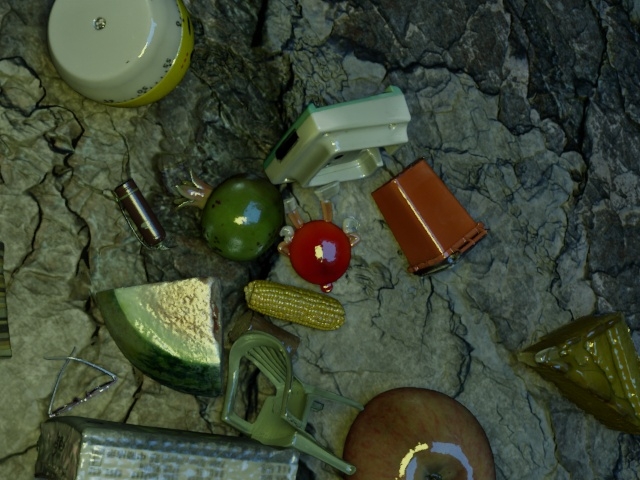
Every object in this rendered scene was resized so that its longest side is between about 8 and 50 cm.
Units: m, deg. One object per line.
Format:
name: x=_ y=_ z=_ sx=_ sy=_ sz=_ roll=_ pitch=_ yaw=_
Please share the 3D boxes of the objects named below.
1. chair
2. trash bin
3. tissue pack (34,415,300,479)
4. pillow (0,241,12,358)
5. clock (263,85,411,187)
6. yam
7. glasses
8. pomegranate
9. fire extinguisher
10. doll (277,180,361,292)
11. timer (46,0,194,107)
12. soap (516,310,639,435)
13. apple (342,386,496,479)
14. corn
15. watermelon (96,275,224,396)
chair: x=-0.066 y=0.321 z=1.778 sx=0.275 sy=0.203 sz=0.190 roll=36 pitch=58 yaw=-33
trash bin: x=0.240 y=-0.054 z=2.023 sx=0.161 sy=0.184 sz=0.238 roll=-36 pitch=95 yaw=-28
tissue pack: x=-0.275 y=0.392 z=1.604 sx=0.394 sy=0.288 sz=0.124 roll=14 pitch=75 yaw=-28
pillow: x=-0.647 y=0.107 z=1.569 sx=0.208 sy=0.052 sz=0.212 roll=-3 pitch=83 yaw=-25
clock: x=0.037 y=-0.193 z=1.866 sx=0.231 sy=0.262 sz=0.116 roll=-16 pitch=75 yaw=-30
yam: x=-0.113 y=0.201 z=1.840 sx=0.127 sy=0.084 sz=0.084 roll=34 pitch=68 yaw=-20
glasses: x=-0.451 y=0.245 z=1.656 sx=0.140 sy=0.062 sz=0.103 roll=-26 pitch=95 yaw=-30
pomegranate: x=-0.182 y=-0.061 z=1.795 sx=0.224 sy=0.181 sz=0.181 roll=29 pitch=69 yaw=-2
fire extinguisher: x=-0.343 y=-0.042 z=1.766 sx=0.064 sy=0.043 sz=0.158 roll=-30 pitch=99 yaw=1
doll: x=0.000 y=0.000 z=1.918 sx=0.183 sy=0.085 sz=0.217 roll=-20 pitch=95 yaw=-3
timer: x=-0.353 y=-0.371 z=1.718 sx=0.285 sy=0.285 sz=0.285 roll=4 pitch=81 yaw=-29
soap: x=0.649 y=0.376 z=2.196 sx=0.304 sy=0.169 sz=0.338 roll=-21 pitch=92 yaw=-30
apple: x=0.212 y=0.476 z=1.877 sx=0.345 sy=0.269 sz=0.344 roll=4 pitch=82 yaw=-28
corn: x=-0.048 y=0.135 z=1.887 sx=0.238 sy=0.080 sz=0.080 roll=18 pitch=75 yaw=-27
watermelon: x=-0.268 y=0.164 z=1.741 sx=0.232 sy=0.193 sz=0.310 roll=-45 pitch=92 yaw=-7
